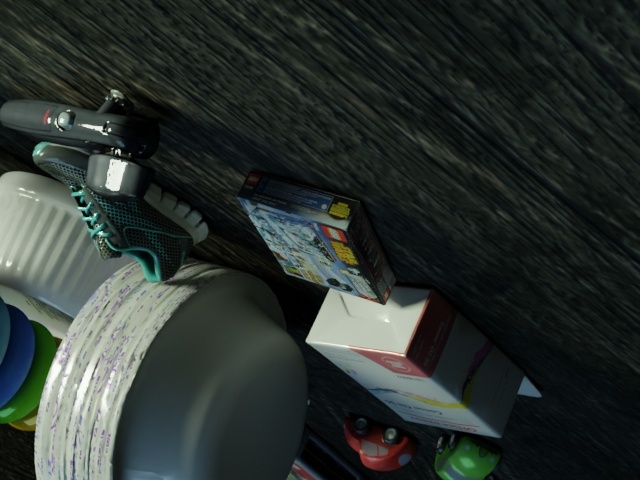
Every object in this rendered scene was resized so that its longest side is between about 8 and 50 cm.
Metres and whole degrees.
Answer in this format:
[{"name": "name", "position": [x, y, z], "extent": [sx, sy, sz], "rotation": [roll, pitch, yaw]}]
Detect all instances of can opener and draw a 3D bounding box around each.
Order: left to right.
[{"name": "can opener", "position": [-0.186, -0.083, 0.867], "extent": [0.186, 0.073, 0.059], "rotation": [20, 170, 41]}]

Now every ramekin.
[{"name": "ramekin", "position": [-0.253, 0.030, 1.157], "extent": [0.207, 0.109, 0.207], "rotation": [22, 160, 9]}]

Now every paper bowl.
[{"name": "paper bowl", "position": [-0.116, 0.163, 1.069], "extent": [0.148, 0.284, 0.284], "rotation": [13, 158, 25]}]

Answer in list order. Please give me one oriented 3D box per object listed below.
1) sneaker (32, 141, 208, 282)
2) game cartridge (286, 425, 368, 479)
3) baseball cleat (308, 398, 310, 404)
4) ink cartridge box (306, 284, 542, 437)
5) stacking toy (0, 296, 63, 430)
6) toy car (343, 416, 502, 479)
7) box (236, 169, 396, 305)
[{"name": "sneaker", "position": [-0.173, -0.022, 0.973], "extent": [0.166, 0.076, 0.065], "rotation": [34, 158, -23]}, {"name": "game cartridge", "position": [-0.061, 0.318, 1.756], "extent": [0.196, 0.060, 0.294], "rotation": [16, 159, 36]}, {"name": "baseball cleat", "position": [-0.077, 0.156, 1.358], "extent": [0.109, 0.072, 0.206], "rotation": [32, 160, 23]}, {"name": "ink cartridge box", "position": [0.096, 0.113, 1.012], "extent": [0.115, 0.067, 0.198], "rotation": [3, 152, 45]}, {"name": "stacking toy", "position": [-0.295, 0.134, 1.128], "extent": [0.141, 0.141, 0.330], "rotation": [8, 158, 40]}, {"name": "toy car", "position": [0.147, 0.272, 1.382], "extent": [0.239, 0.053, 0.225], "rotation": [27, 161, -5]}, {"name": "box", "position": [0.000, 0.000, 0.896], "extent": [0.094, 0.027, 0.137], "rotation": [18, 160, 23]}]
